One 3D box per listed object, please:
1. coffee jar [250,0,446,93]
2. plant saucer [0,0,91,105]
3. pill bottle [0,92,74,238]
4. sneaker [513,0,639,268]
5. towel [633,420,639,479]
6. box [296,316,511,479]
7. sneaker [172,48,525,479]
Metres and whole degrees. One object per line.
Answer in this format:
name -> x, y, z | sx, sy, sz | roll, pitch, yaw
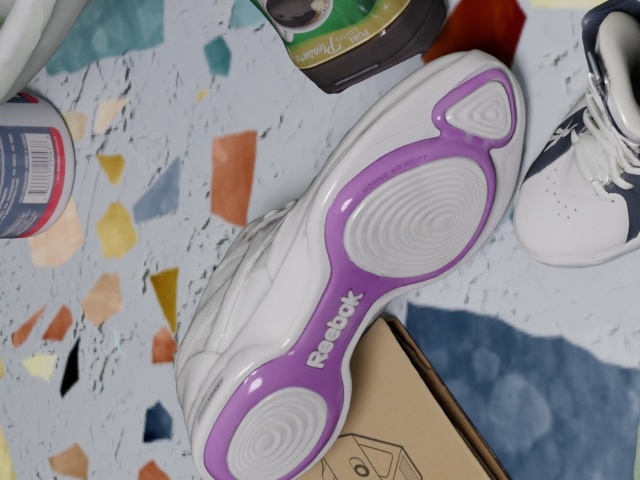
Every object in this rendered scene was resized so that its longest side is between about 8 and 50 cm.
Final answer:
coffee jar -> -0.012, -0.173, 1.137 | 0.096, 0.079, 0.184 | -21, 120, 40
plant saucer -> -0.194, -0.248, 1.209 | 0.400, 0.100, 0.400 | -18, 69, 55
pill bottle -> -0.272, -0.053, 1.349 | 0.108, 0.180, 0.108 | 1, 91, 41
sneaker -> 0.157, -0.066, 1.001 | 0.235, 0.153, 0.094 | -35, 68, 35
towel -> 0.296, 0.229, 0.969 | 0.325, 0.038, 0.248 | 6, 93, 42
box -> 0.027, 0.173, 1.204 | 0.201, 0.021, 0.164 | -51, 61, 30
sneaker -> 0.000, 0.000, 1.162 | 0.305, 0.114, 0.152 | -53, 33, 14
